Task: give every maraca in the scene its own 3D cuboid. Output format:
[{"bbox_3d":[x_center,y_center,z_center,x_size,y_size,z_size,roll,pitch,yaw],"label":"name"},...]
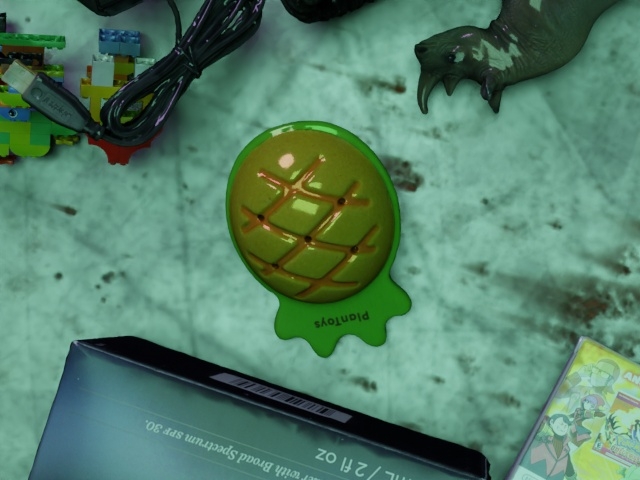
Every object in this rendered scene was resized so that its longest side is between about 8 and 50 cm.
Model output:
[{"bbox_3d":[0.000,0.000,1.134,0.127,0.099,0.186,-12,111,13],"label":"maraca"}]

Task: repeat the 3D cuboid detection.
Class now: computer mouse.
[{"bbox_3d":[-0.181,-0.189,1.083,0.262,0.060,0.184,42,74,-21],"label":"computer mouse"}]

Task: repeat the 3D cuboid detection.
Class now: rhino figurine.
[{"bbox_3d":[0.160,-0.182,1.140,0.106,0.073,0.243,45,93,9],"label":"rhino figurine"}]

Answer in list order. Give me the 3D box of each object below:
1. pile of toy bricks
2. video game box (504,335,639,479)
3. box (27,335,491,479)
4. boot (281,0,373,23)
[{"bbox_3d":[-0.228,-0.105,1.168,0.212,0.118,0.105,3,115,-10],"label":"pile of toy bricks"},{"bbox_3d":[0.236,0.197,1.122,0.205,0.048,0.187,29,91,6],"label":"video game box"},{"bbox_3d":[-0.063,0.250,1.081,0.296,0.183,0.294,17,90,6],"label":"box"},{"bbox_3d":[0.069,-0.344,1.125,0.348,0.131,0.260,-34,77,13],"label":"boot"}]
